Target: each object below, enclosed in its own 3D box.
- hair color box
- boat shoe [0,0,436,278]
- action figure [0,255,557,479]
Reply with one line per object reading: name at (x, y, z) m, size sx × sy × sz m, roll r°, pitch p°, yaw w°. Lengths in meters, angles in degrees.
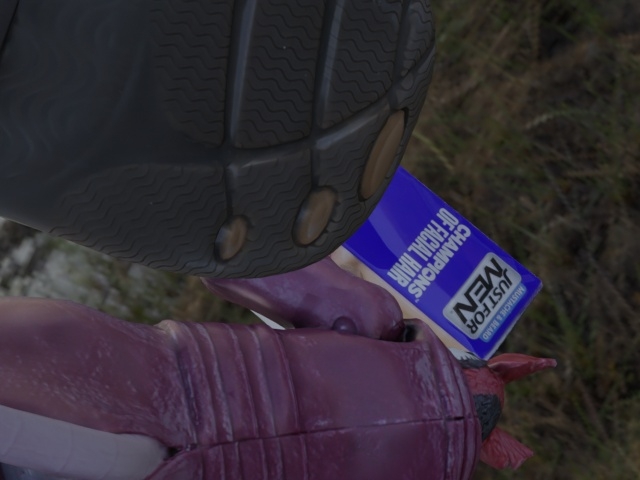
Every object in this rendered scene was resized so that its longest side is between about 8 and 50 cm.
hair color box at (0.000, 0.000, 1.179) m, size 0.110 × 0.339 × 0.185 m, roll -50°, pitch -4°, yaw -33°
boat shoe at (-0.139, -0.084, 0.343) m, size 0.132 × 0.355 × 0.130 m, roll -62°, pitch 33°, yaw 10°
action figure at (-0.052, 0.071, 0.569) m, size 0.275 × 0.370 × 0.248 m, roll 145°, pitch 116°, yaw -65°
